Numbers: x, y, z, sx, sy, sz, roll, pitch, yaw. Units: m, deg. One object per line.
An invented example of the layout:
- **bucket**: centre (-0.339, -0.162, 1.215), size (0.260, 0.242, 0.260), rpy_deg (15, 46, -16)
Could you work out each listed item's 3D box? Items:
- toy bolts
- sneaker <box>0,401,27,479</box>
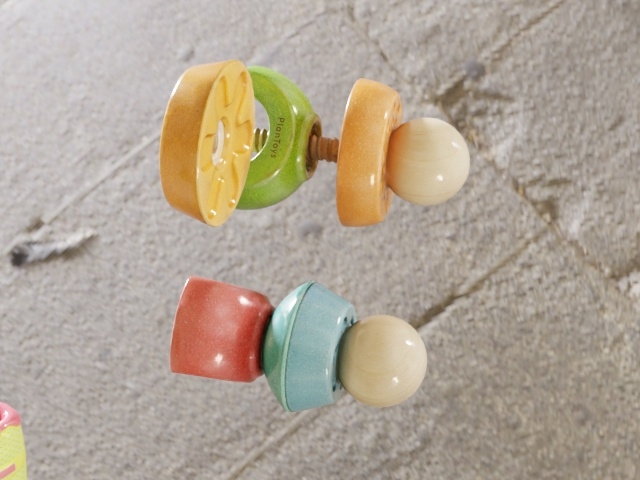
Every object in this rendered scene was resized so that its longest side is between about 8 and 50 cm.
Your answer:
- **toy bolts**: centre (0.000, 0.000, 0.759), size (0.158, 0.218, 0.229), rpy_deg (9, 90, 13)
- **sneaker**: centre (-0.243, 0.109, 0.584), size (0.081, 0.208, 0.094), rpy_deg (46, 126, 53)
